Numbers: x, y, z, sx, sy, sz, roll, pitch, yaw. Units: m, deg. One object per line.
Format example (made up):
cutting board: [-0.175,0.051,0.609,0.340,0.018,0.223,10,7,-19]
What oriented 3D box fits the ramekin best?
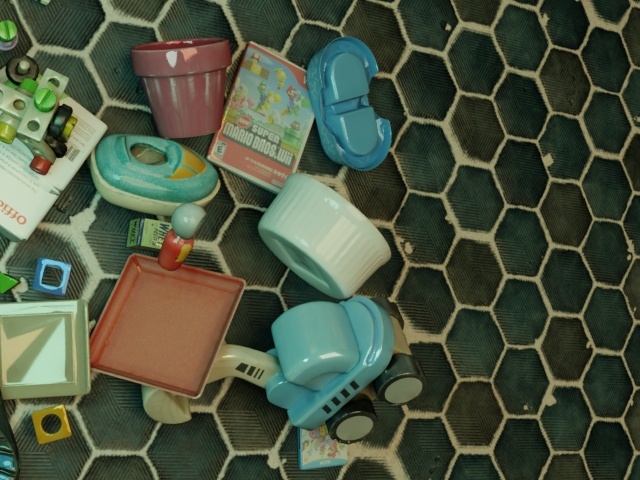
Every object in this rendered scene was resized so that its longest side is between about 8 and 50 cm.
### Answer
ramekin: [0.000,0.000,2.028,0.277,0.277,0.135,44,76,-19]

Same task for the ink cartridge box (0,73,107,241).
ink cartridge box: [-0.565,-0.160,1.817,0.198,0.114,0.273,39,70,-20]

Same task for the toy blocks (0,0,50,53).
toy blocks: [-0.608,-0.515,1.735,0.308,0.260,0.289,22,76,-25]

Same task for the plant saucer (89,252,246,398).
plant saucer: [-0.301,0.169,1.888,0.258,0.048,0.259,13,62,15]

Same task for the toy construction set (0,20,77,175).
toy construction set: [-0.555,-0.206,1.627,0.309,0.237,0.257,-42,103,-23]

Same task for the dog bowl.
dog bowl: [0.059,-0.302,2.167,0.165,0.074,0.297,-21,103,-35]

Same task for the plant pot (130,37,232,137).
plant pot: [-0.273,-0.307,1.951,0.201,0.201,0.180,-14,109,-28]

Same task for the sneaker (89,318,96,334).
sneaker: [-0.464,0.206,1.895,0.098,0.038,0.069,-42,108,-14]

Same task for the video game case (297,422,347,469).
video game case: [0.005,0.417,2.144,0.119,0.015,0.166,0,87,-28]

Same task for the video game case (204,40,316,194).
video game case: [-0.117,-0.264,2.116,0.204,0.025,0.285,24,75,-25]

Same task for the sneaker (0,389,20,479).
sneaker: [-0.628,0.314,1.740,0.125,0.140,0.341,-16,68,-16]

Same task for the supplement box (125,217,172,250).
supplement box: [-0.338,-0.009,1.947,0.083,0.083,0.056,11,81,-27]

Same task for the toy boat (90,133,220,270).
toy boat: [-0.295,-0.097,1.869,0.267,0.148,0.318,5,43,-32]

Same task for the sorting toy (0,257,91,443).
sorting toy: [-0.533,0.207,1.833,0.195,0.047,0.348,-2,87,-4]

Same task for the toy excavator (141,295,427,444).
toy excavator: [-0.079,0.251,1.959,0.445,0.433,0.222,29,29,-35]
